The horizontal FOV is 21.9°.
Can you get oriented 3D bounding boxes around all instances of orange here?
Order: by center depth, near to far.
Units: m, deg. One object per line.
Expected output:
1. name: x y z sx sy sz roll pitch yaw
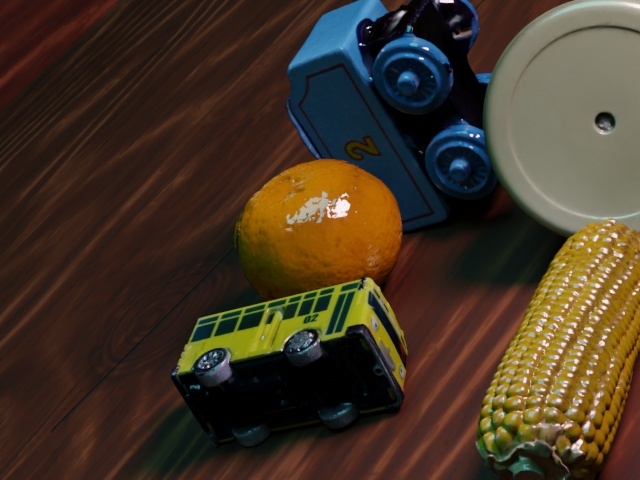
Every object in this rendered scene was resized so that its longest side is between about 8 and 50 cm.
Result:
1. orange: -0.001 -0.002 2.127 0.219 0.193 0.219 -9 25 4

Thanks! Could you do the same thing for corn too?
1. corn: 0.265 0.124 1.747 0.144 0.144 0.387 -11 28 29

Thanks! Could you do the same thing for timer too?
1. timer: 0.370 -0.165 2.056 0.290 0.291 0.315 -17 6 19

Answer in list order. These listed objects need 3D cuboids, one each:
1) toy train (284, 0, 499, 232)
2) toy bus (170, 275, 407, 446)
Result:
1. toy train: 0.116 -0.167 2.196 0.265 0.300 0.188 -17 29 33
2. toy bus: -0.028 0.141 1.976 0.262 0.128 0.150 -14 31 24
